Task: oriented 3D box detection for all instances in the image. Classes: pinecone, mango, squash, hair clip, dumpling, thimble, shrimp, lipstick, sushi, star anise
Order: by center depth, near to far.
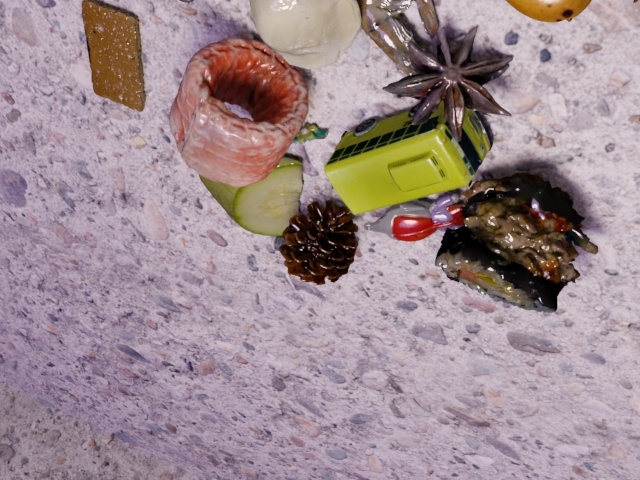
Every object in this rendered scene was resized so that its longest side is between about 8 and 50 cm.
[{"bbox_3d":[0.293,-0.373,0.997,0.178,0.090,0.115,37,130,0],"label":"mango"},{"bbox_3d":[0.206,-0.241,1.137,0.180,0.204,0.061,56,172,3],"label":"star anise"},{"bbox_3d":[0.140,-0.341,1.164,0.126,0.047,0.223,-31,108,36],"label":"shrimp"},{"bbox_3d":[-0.020,-0.373,1.169,0.179,0.131,0.252,5,137,20],"label":"dumpling"},{"bbox_3d":[0.334,-0.003,1.266,0.238,0.218,0.225,22,179,-43],"label":"sushi"},{"bbox_3d":[-0.146,-0.227,1.303,0.239,0.239,0.162,37,143,-4],"label":"thimble"},{"bbox_3d":[-0.063,-0.200,1.427,0.173,0.049,0.049,-4,127,37],"label":"hair clip"},{"bbox_3d":[0.005,-0.007,1.490,0.163,0.163,0.165,30,131,4],"label":"pinecone"},{"bbox_3d":[-0.153,-0.127,1.571,0.204,0.155,0.237,-6,141,-12],"label":"squash"},{"bbox_3d":[-0.043,0.015,1.629,0.141,0.040,0.040,12,135,24],"label":"lipstick"}]

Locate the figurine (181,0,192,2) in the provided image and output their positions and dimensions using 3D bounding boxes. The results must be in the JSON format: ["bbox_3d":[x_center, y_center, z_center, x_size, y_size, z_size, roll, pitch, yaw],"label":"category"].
[{"bbox_3d":[-0.265,-0.501,1.187,0.222,0.145,0.145,38,139,-14],"label":"figurine"}]

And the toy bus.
[{"bbox_3d":[0.149,-0.144,1.266,0.262,0.150,0.128,-14,123,40],"label":"toy bus"}]

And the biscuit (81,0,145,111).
[{"bbox_3d":[-0.420,-0.377,1.496,0.131,0.025,0.231,22,138,11],"label":"biscuit"}]

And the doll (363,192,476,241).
[{"bbox_3d":[0.190,-0.040,1.399,0.228,0.075,0.102,-9,135,27],"label":"doll"}]

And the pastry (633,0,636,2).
[{"bbox_3d":[0.528,-0.309,0.891,0.236,0.121,0.257,31,137,-4],"label":"pastry"}]
